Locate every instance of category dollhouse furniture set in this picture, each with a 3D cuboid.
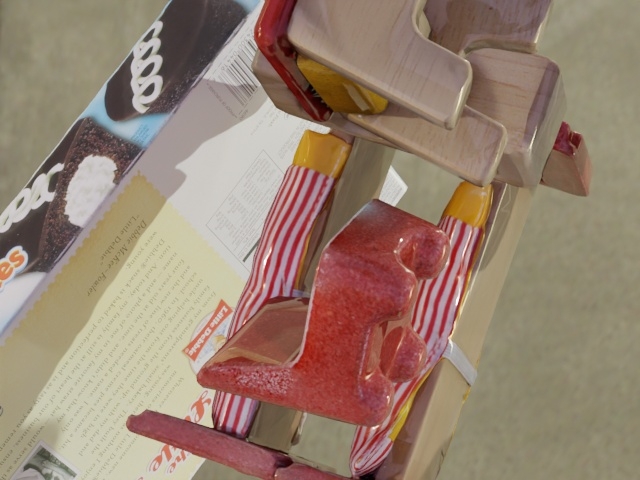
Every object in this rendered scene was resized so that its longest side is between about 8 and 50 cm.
[{"bbox_3d":[0.000,0.000,0.799,0.152,0.374,0.201,18,83,15],"label":"dollhouse furniture set"}]

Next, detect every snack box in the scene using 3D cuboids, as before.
[{"bbox_3d":[-0.101,0.039,1.028,0.060,0.187,0.322,28,76,40],"label":"snack box"}]
